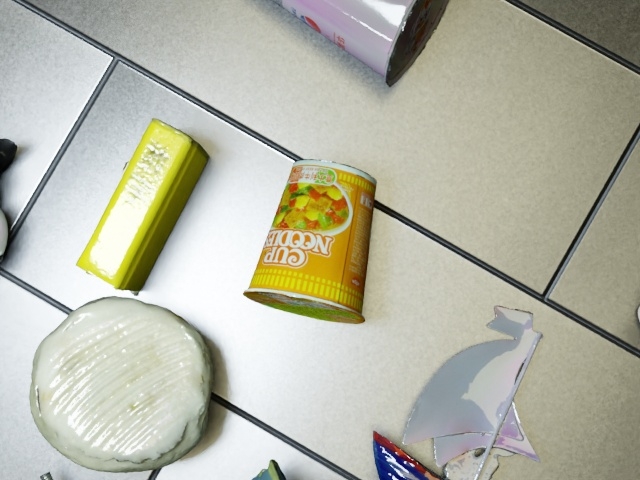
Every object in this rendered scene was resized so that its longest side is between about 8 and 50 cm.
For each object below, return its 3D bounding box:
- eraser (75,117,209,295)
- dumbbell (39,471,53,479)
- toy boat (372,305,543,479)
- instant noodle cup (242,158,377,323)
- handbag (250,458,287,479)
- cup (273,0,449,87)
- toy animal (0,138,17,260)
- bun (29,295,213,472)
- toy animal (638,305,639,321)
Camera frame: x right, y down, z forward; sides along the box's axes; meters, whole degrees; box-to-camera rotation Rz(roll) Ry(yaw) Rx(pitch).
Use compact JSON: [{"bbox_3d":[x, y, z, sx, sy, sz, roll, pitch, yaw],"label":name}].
[{"bbox_3d":[-0.227,-0.043,1.528,0.069,0.158,0.226,26,87,6],"label":"eraser"},{"bbox_3d":[-0.313,0.397,1.531,0.099,0.099,0.208,-26,87,0],"label":"dumbbell"},{"bbox_3d":[0.179,0.239,1.543,0.219,0.072,0.318,4,83,-1],"label":"toy boat"},{"bbox_3d":[0.000,0.000,1.528,0.168,0.168,0.185,13,79,3],"label":"instant noodle cup"},{"bbox_3d":[-0.084,0.440,1.443,0.241,0.263,0.222,-36,108,-1],"label":"handbag"},{"bbox_3d":[0.017,-0.355,1.535,0.288,0.203,0.203,30,88,10],"label":"cup"},{"bbox_3d":[-0.475,-0.035,1.546,0.166,0.138,0.179,-10,81,18],"label":"toy animal"},{"bbox_3d":[-0.253,0.186,1.516,0.239,0.141,0.239,2,66,-5],"label":"bun"},{"bbox_3d":[0.562,0.058,1.489,0.213,0.195,0.256,32,86,-4],"label":"toy animal"}]
